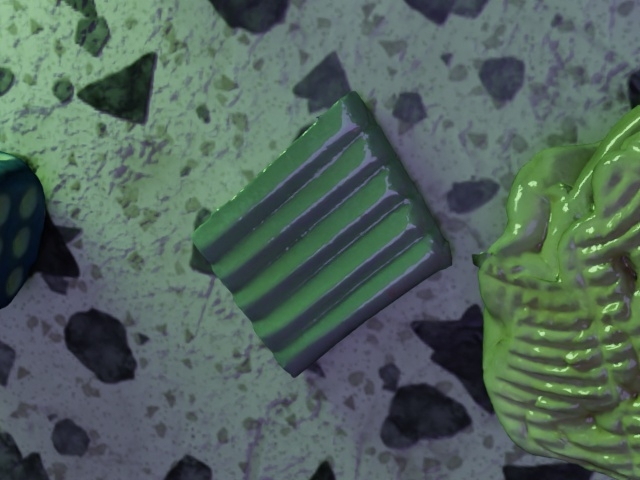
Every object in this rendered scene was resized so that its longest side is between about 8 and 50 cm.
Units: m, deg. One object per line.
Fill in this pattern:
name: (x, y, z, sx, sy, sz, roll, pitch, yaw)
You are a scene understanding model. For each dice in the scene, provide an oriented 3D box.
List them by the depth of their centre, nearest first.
dice: (-0.349, -0.012, 0.916, 0.146, 0.146, 0.143, 15, 106, 10)

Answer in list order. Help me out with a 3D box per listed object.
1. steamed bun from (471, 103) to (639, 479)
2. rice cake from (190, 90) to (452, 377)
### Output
steamed bun: (0.276, 0.030, 0.745, 0.320, 0.206, 0.275, -33, 79, 43)
rice cake: (0.000, 0.000, 0.890, 0.198, 0.037, 0.189, -32, 92, 17)
